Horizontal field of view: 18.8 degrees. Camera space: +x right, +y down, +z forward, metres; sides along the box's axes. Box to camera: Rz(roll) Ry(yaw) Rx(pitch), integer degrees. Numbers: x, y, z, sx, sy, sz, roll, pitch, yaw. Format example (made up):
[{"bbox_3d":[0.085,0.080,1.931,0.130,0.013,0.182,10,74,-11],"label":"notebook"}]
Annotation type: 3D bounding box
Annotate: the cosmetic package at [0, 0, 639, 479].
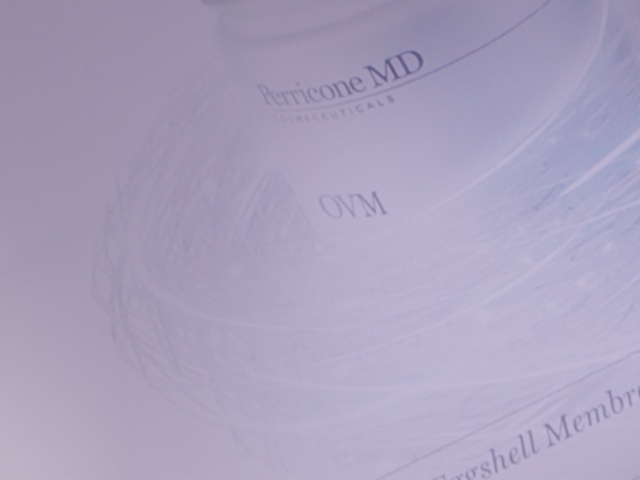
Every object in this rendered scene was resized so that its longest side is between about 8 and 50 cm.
[{"bbox_3d":[0.000,0.000,0.469,0.224,0.138,0.224,-26,73,-7],"label":"cosmetic package"}]
